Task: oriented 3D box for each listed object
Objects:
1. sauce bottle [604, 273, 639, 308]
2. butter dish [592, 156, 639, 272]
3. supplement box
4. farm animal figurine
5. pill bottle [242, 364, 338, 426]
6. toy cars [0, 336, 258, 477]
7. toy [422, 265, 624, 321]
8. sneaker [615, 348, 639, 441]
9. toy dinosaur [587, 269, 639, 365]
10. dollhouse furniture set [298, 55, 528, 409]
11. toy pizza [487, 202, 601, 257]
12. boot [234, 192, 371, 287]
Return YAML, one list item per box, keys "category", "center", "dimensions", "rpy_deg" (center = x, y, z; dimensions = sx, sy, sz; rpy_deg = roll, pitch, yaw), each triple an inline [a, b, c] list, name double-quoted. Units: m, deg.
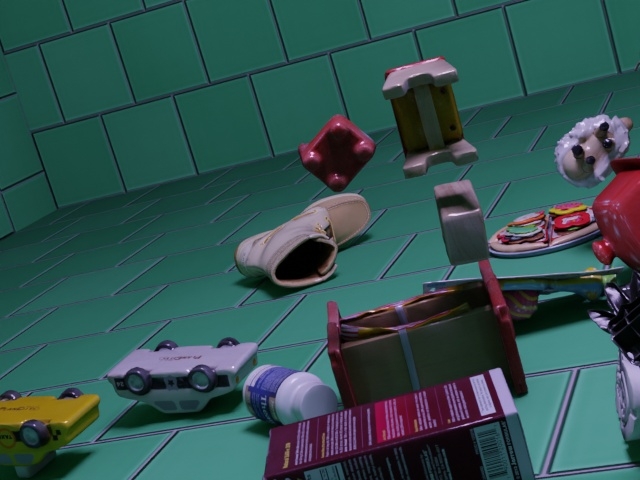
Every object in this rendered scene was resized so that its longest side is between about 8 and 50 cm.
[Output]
- category: "sauce bottle"
  center: [0.401, 0.053, 1.462]
  dimensions: [0.128, 0.042, 0.042]
  rpy_deg: [-16, 12, 9]
- category: "butter dish"
  center: [0.390, -0.013, 1.535]
  dimensions: [0.118, 0.160, 0.160]
  rpy_deg: [-36, 4, -3]
- category: "supplement box"
  center: [0.071, 0.201, 1.171]
  dimensions: [0.239, 0.073, 0.130]
  rpy_deg: [-15, 12, 5]
- category: "farm animal figurine"
  center: [0.535, -0.130, 1.690]
  dimensions: [0.327, 0.330, 0.172]
  rpy_deg: [-51, -9, 5]
- category: "pill bottle"
  center: [-0.033, 0.181, 1.412]
  dimensions: [0.067, 0.067, 0.120]
  rpy_deg: [-24, 14, -30]
- category: "toy cars"
  center: [-0.264, 0.213, 1.556]
  dimensions: [0.393, 0.087, 0.176]
  rpy_deg: [-17, 17, -16]
- category: "toy"
  center: [0.247, 0.071, 1.521]
  dimensions: [0.237, 0.056, 0.137]
  rpy_deg: [-7, -10, 3]
- category: "sneaker"
  center: [0.328, 0.128, 1.171]
  dimensions: [0.095, 0.090, 0.235]
  rpy_deg: [-1, 19, 10]
- category: "toy dinosaur"
  center: [0.365, 0.094, 1.010]
  dimensions: [0.164, 0.218, 0.322]
  rpy_deg: [-45, 20, 11]
- category: "dollhouse furniture set"
  center: [0.084, 0.002, 1.339]
  dimensions: [0.201, 0.374, 0.152]
  rpy_deg: [-14, 17, 5]
- category: "toy pizza"
  center: [0.348, -0.022, 1.888]
  dimensions: [0.201, 0.032, 0.201]
  rpy_deg: [-16, 12, 4]
- category: "boot"
  center: [0.000, 0.000, 2.101]
  dimensions: [0.262, 0.095, 0.203]
  rpy_deg: [-23, 13, -18]
